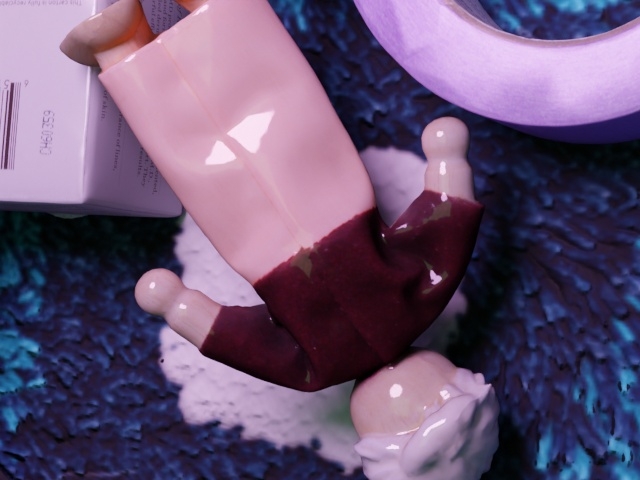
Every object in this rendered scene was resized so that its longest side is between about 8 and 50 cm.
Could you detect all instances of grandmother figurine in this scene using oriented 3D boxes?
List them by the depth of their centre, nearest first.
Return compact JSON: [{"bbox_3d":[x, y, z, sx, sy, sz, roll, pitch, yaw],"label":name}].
[{"bbox_3d":[0.000,0.000,0.939,0.208,0.104,0.342,-29,94,15],"label":"grandmother figurine"}]

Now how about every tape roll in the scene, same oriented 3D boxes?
[{"bbox_3d":[0.148,-0.195,0.927,0.275,0.090,0.275,-2,86,25],"label":"tape roll"}]

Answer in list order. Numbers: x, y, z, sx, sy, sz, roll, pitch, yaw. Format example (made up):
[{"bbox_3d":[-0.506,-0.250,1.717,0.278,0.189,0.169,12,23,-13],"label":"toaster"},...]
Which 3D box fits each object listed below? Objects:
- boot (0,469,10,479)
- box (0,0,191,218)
[{"bbox_3d":[-0.295,0.078,1.021,0.377,0.138,0.284,35,138,28],"label":"boot"},{"bbox_3d":[-0.187,-0.109,1.058,0.181,0.119,0.182,3,87,25],"label":"box"}]
